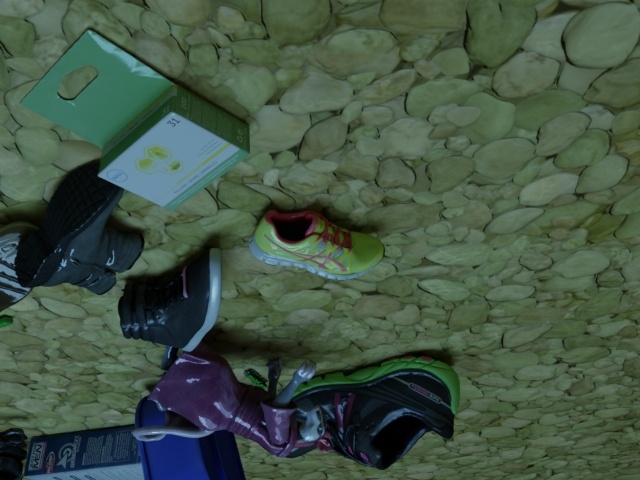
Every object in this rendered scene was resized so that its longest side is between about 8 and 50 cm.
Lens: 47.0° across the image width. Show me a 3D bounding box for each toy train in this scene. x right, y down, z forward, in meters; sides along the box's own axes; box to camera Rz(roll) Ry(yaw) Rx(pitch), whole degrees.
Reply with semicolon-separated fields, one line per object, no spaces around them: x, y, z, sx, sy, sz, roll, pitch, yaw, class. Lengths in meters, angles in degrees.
-0.142;0.302;1.604;0.023;0.017;0.083;-5;148;24;toy train

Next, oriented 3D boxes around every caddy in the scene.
-0.294;0.481;1.595;0.179;0.341;0.241;-24;147;6;caddy

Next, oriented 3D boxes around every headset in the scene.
-0.795;0.605;1.842;0.185;0.243;0.394;0;126;-5;headset

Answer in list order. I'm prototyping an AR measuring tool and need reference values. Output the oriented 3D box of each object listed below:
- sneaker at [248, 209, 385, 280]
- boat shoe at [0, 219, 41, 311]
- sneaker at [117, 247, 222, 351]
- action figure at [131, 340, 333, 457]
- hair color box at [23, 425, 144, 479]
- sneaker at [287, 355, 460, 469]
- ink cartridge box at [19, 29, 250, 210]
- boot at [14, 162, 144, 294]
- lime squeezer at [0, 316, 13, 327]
0.000;0.000;1.106;0.208;0.082;0.094;6;143;-10;sneaker
-0.526;0.064;1.161;0.109;0.098;0.302;29;117;-30;boat shoe
-0.253;0.100;1.216;0.146;0.105;0.296;10;146;-19;sneaker
-0.148;0.329;1.403;0.370;0.276;0.248;27;163;4;action figure
-0.553;0.561;1.887;0.347;0.105;0.174;-10;145;10;hair color box
0.076;0.397;1.590;0.482;0.202;0.185;-26;139;30;sneaker
-0.229;-0.137;0.915;0.171;0.056;0.235;-29;140;35;ink cartridge box
-0.323;-0.013;1.082;0.246;0.083;0.161;-43;151;25;boot
-0.713;0.198;1.404;0.310;0.059;0.110;-31;169;35;lime squeezer
